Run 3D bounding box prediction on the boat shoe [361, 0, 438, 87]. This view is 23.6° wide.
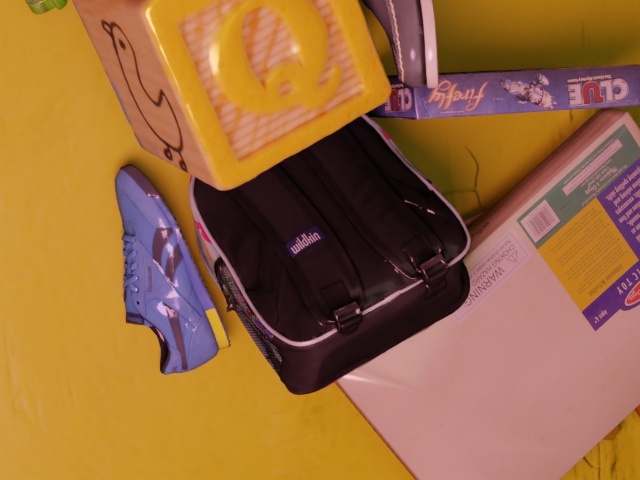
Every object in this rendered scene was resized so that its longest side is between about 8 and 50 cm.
[{"bbox_3d":[0.039,-0.263,1.439,0.099,0.116,0.319,-13,59,-3],"label":"boat shoe"}]

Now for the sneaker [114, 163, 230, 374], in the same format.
[{"bbox_3d":[-0.162,0.032,1.474,0.082,0.069,0.209,-26,103,-12],"label":"sneaker"}]

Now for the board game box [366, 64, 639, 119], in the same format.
[{"bbox_3d":[0.172,-0.148,1.529,0.243,0.165,0.042,-5,97,-19],"label":"board game box"}]

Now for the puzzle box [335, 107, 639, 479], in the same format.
[{"bbox_3d":[0.232,0.093,1.594,0.409,0.052,0.272,-41,112,-8],"label":"puzzle box"}]

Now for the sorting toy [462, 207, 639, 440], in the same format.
[{"bbox_3d":[0.267,0.083,1.657,0.229,0.041,0.307,-25,109,-14],"label":"sorting toy"}]

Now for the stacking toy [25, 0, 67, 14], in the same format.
[{"bbox_3d":[-0.217,-0.322,1.384,0.221,0.052,0.167,-44,151,-6],"label":"stacking toy"}]

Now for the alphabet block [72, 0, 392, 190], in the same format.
[{"bbox_3d":[-0.084,-0.184,1.395,0.193,0.197,0.192,-32,116,-17],"label":"alphabet block"}]

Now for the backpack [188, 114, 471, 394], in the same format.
[{"bbox_3d":[0.000,0.000,1.454,0.225,0.191,0.253,-30,65,-15],"label":"backpack"}]
